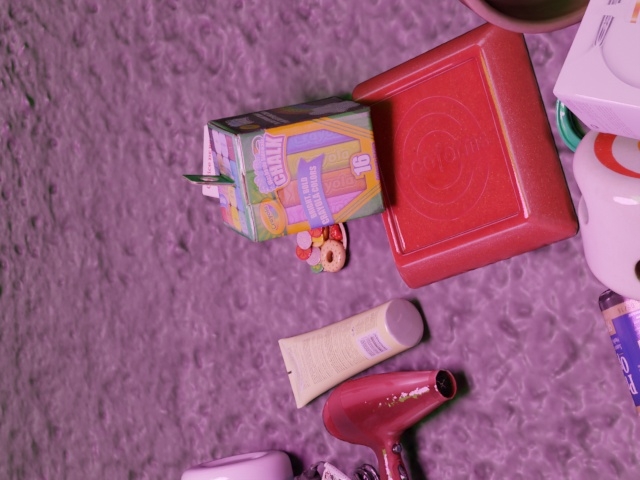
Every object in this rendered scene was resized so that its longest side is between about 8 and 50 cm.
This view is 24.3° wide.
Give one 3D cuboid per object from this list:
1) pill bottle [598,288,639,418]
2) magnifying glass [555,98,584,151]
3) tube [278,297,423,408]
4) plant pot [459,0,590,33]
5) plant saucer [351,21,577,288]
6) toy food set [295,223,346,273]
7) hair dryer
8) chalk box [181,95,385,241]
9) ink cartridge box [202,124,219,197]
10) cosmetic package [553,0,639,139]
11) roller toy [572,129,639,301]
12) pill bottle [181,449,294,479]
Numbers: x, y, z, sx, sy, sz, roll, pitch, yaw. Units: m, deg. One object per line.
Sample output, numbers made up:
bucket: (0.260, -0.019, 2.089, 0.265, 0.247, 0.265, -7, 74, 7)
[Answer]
pill bottle: (0.366, 0.137, 1.462, 0.123, 0.123, 0.219, -27, 77, 42)
magnifying glass: (0.314, -0.191, 1.534, 0.092, 0.026, 0.231, 42, 124, 32)
tube: (0.029, 0.133, 1.831, 0.240, 0.062, 0.070, -30, 32, 47)
plant pot: (0.183, -0.366, 1.504, 0.229, 0.263, 0.263, 43, 125, 52)
plant saucer: (0.145, -0.095, 1.690, 0.258, 0.048, 0.259, -21, 81, 43)
toy food set: (0.000, 0.000, 1.858, 0.082, 0.020, 0.083, -1, 96, 44)
hair dryer: (0.089, 0.263, 1.784, 0.223, 0.080, 0.293, 35, 122, 27)
chalk box: (-0.052, -0.079, 1.725, 0.132, 0.213, 0.132, -148, 46, -69)
ink cartridge box: (-0.080, -0.098, 1.872, 0.143, 0.090, 0.092, 14, 105, 42)
cosmetic package: (0.403, -0.255, 1.285, 0.284, 0.097, 0.377, 17, 81, 38)
roller toy: (0.338, -0.044, 1.392, 0.209, 0.191, 0.146, 29, 142, 48)
pill bottle: (-0.088, 0.412, 1.915, 0.146, 0.146, 0.264, -12, 88, 44)
